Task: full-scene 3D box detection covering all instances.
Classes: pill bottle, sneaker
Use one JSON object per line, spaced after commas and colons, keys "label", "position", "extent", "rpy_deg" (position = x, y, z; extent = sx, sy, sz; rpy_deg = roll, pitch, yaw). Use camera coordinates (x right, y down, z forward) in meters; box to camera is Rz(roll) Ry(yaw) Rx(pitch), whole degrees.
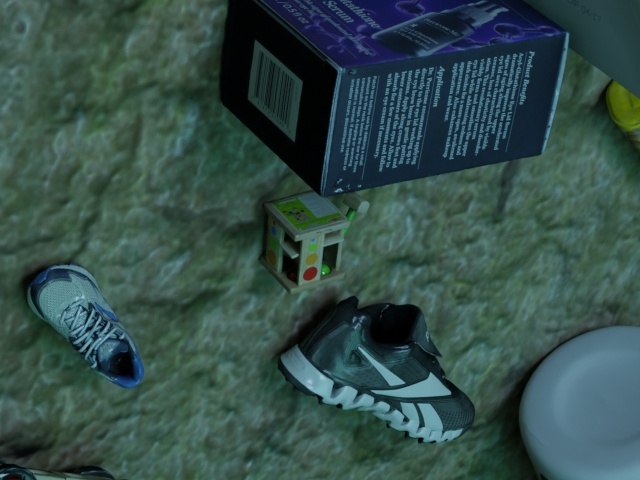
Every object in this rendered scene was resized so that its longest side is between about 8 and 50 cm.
{"label": "pill bottle", "position": [0.323, 0.251, 1.807], "extent": [0.188, 0.188, 0.334], "rpy_deg": [-36, 137, -10]}
{"label": "sneaker", "position": [-0.173, 0.068, 1.389], "extent": [0.052, 0.058, 0.135], "rpy_deg": [-42, 136, -3]}
{"label": "sneaker", "position": [0.074, 0.110, 1.593], "extent": [0.234, 0.078, 0.106], "rpy_deg": [24, 108, -43]}

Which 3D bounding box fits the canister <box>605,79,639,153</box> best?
{"label": "canister", "position": [0.344, -0.101, 1.621], "extent": [0.126, 0.073, 0.170], "rpy_deg": [-26, 139, 21]}

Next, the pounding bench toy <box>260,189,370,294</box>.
{"label": "pounding bench toy", "position": [0.000, 0.000, 1.472], "extent": [0.083, 0.052, 0.065], "rpy_deg": [-16, 130, -27]}

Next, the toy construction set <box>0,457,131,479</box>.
{"label": "toy construction set", "position": [-0.244, 0.279, 1.428], "extent": [0.328, 0.151, 0.215], "rpy_deg": [14, 87, -51]}

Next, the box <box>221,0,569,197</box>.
{"label": "box", "position": [0.054, -0.127, 1.345], "extent": [0.207, 0.153, 0.108], "rpy_deg": [-13, 128, -31]}

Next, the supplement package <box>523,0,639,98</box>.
{"label": "supplement package", "position": [0.247, -0.244, 1.320], "extent": [0.145, 0.262, 0.204], "rpy_deg": [-19, 131, -25]}
